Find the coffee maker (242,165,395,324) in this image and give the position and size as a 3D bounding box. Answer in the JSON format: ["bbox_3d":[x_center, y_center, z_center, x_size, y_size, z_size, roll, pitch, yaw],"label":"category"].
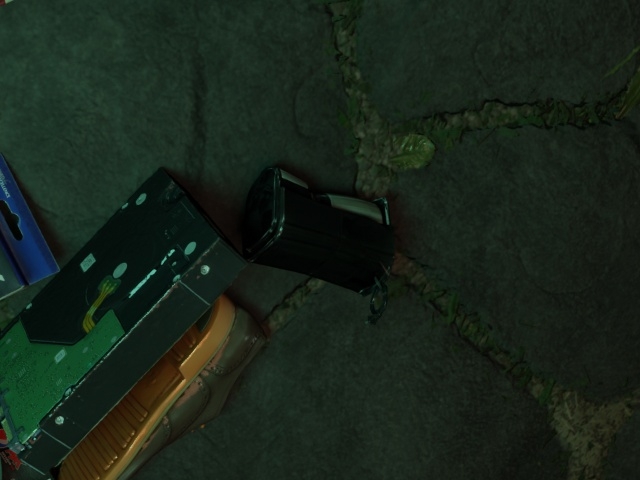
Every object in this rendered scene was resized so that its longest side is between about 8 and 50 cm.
[{"bbox_3d":[0.000,0.000,1.602,0.178,0.171,0.120,15,122,-28],"label":"coffee maker"}]

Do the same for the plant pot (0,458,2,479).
[{"bbox_3d":[-0.501,0.275,1.455,0.196,0.293,0.293,-14,122,-50],"label":"plant pot"}]

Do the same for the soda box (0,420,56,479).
[{"bbox_3d":[-0.399,0.259,1.600,0.053,0.060,0.169,-28,123,-10],"label":"soda box"}]

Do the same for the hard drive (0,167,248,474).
[{"bbox_3d":[-0.254,0.088,1.484,0.339,0.237,0.064,-46,123,0],"label":"hard drive"}]

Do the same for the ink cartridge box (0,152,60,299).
[{"bbox_3d":[-0.455,0.026,1.370,0.333,0.065,0.165,-29,93,-32],"label":"ink cartridge box"}]

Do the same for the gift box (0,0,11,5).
[{"bbox_3d":[-0.370,-0.349,1.221,0.276,0.258,0.255,-31,123,-32],"label":"gift box"}]

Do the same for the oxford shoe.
[{"bbox_3d":[-0.207,0.235,1.644,0.363,0.130,0.133,-50,130,3],"label":"oxford shoe"}]
